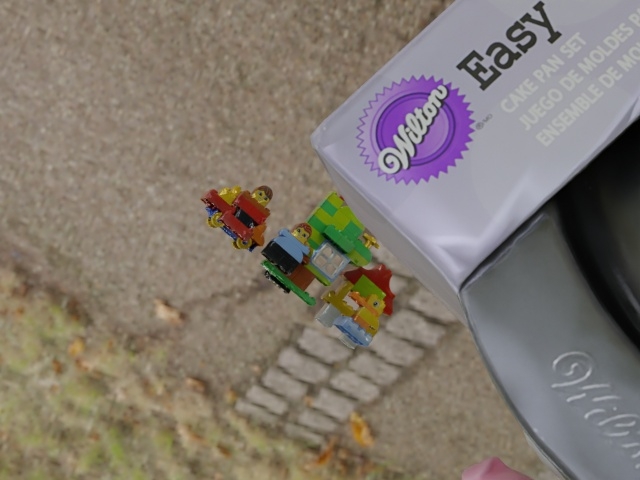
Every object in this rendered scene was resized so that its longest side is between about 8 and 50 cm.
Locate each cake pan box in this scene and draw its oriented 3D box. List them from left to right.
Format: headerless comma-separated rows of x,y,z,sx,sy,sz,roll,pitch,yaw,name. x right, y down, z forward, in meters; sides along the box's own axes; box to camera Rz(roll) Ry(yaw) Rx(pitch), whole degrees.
0.164,-0.024,0.345,0.246,0.267,0.070,47,178,27,cake pan box

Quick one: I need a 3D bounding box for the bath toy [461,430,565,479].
0.137,0.214,0.840,0.151,0.129,0.348,3,113,-27,bath toy

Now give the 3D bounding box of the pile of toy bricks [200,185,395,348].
0.000,0.000,1.142,0.212,0.105,0.118,41,169,-12,pile of toy bricks
